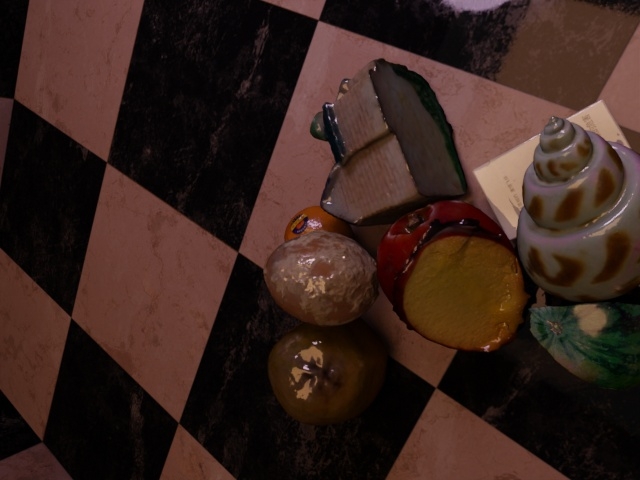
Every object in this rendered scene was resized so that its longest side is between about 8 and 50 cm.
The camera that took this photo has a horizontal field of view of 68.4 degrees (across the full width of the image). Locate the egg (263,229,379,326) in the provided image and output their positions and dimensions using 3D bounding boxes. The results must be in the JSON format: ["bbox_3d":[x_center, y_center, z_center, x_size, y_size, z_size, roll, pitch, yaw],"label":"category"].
[{"bbox_3d":[0.002,0.080,0.984,0.245,0.203,0.204,10,103,-5],"label":"egg"}]

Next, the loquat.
[{"bbox_3d":[0.020,0.295,1.090,0.275,0.284,0.276,-1,86,9],"label":"loquat"}]

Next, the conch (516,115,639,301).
[{"bbox_3d":[0.429,-0.038,0.775,0.249,0.197,0.368,-22,101,33],"label":"conch"}]

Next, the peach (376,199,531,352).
[{"bbox_3d":[0.267,0.066,0.956,0.257,0.201,0.361,-40,115,17],"label":"peach"}]

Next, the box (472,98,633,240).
[{"bbox_3d":[0.451,-0.127,0.907,0.256,0.069,0.164,-30,80,30],"label":"box"}]

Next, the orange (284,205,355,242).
[{"bbox_3d":[-0.002,0.002,1.146,0.177,0.155,0.178,4,100,20],"label":"orange"}]

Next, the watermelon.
[{"bbox_3d":[0.508,0.167,0.828,0.231,0.128,0.146,15,138,-8],"label":"watermelon"}]

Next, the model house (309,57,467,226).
[{"bbox_3d":[0.113,-0.184,1.022,0.284,0.243,0.299,-25,78,39],"label":"model house"}]
